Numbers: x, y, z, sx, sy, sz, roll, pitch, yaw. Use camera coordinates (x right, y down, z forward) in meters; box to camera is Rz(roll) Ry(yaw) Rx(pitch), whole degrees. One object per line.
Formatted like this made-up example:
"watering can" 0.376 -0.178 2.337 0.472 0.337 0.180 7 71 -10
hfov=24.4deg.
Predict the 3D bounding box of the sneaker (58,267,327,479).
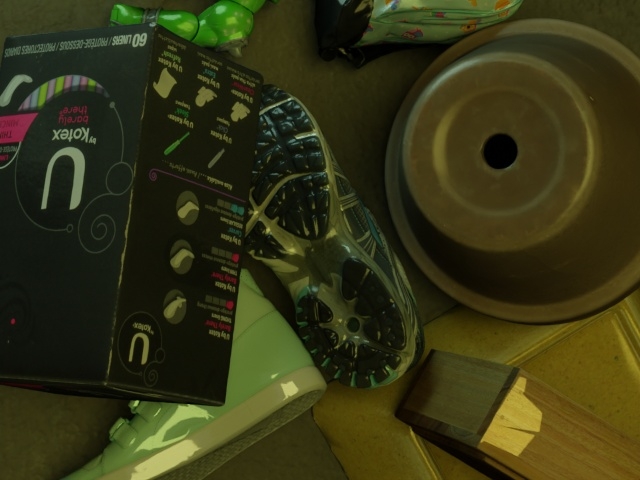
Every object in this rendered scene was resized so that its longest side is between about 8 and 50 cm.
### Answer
"sneaker" -0.137 0.127 1.239 0.256 0.094 0.151 -31 70 1

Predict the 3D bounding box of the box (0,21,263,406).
"box" -0.161 -0.016 1.148 0.143 0.165 0.270 19 74 -53

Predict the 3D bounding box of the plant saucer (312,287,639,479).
"plant saucer" 0.212 0.202 1.324 0.333 0.081 0.332 -30 96 -14

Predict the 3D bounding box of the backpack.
"backpack" 0.089 -0.229 1.283 0.182 0.115 0.152 0 86 -18

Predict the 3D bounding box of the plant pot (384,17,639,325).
"plant pot" 0.159 -0.059 1.191 0.263 0.229 0.263 0 89 17

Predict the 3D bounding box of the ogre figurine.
"ogre figurine" -0.088 -0.241 1.251 0.118 0.097 0.197 25 66 5

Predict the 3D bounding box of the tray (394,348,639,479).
"tray" 0.271 0.227 1.192 0.411 0.203 0.076 33 82 -12

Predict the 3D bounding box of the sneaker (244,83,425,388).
"sneaker" 0.000 0.000 1.269 0.110 0.122 0.283 -29 75 17
